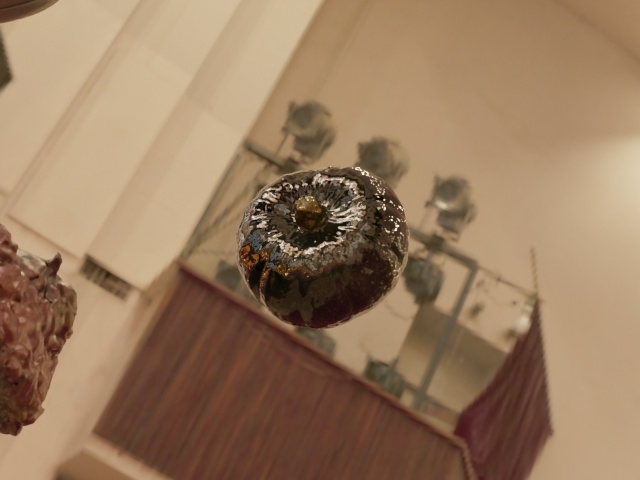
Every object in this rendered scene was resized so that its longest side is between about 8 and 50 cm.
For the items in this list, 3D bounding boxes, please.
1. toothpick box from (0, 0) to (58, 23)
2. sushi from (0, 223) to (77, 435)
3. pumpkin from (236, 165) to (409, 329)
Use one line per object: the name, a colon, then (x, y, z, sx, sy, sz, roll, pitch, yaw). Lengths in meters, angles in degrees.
toothpick box: (-0.418, -0.430, 1.428, 0.229, 0.229, 0.316, 15, -52, 22)
sushi: (-0.393, 0.087, 1.264, 0.270, 0.171, 0.237, 6, -35, 8)
pumpkin: (0.002, 0.002, 1.479, 0.211, 0.212, 0.152, 20, -30, 12)
